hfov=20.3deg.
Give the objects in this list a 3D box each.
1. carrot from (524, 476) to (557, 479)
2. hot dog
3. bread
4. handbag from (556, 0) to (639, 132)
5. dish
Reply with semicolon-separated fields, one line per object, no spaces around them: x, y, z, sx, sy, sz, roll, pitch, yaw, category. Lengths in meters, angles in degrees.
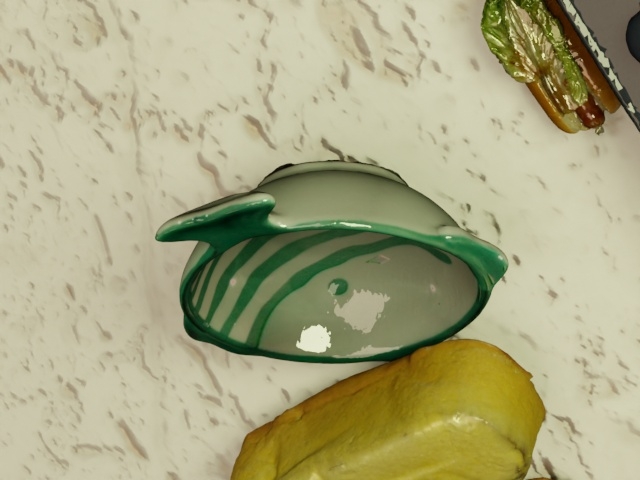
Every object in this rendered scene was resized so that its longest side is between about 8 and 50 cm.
0.120;0.236;1.228;0.060;0.060;0.186;34;114;6;carrot
0.135;-0.120;1.082;0.056;0.041;0.133;-28;99;29;hot dog
0.041;0.147;1.200;0.245;0.094;0.102;-30;117;32;bread
0.274;-0.152;0.975;0.269;0.118;0.326;-30;100;28;handbag
0.000;0.000;1.127;0.224;0.246;0.078;-16;60;28;dish
